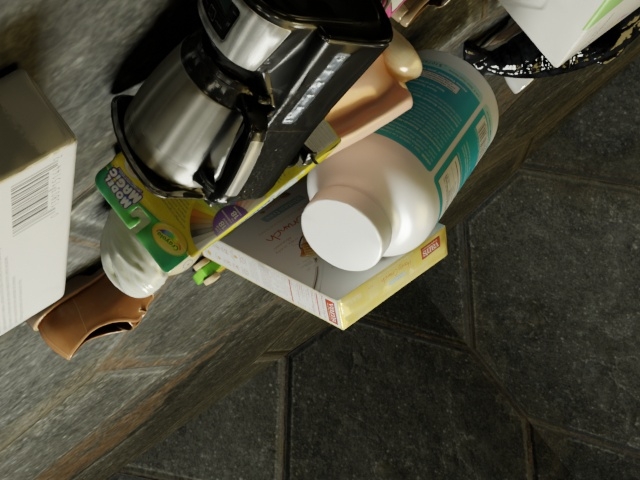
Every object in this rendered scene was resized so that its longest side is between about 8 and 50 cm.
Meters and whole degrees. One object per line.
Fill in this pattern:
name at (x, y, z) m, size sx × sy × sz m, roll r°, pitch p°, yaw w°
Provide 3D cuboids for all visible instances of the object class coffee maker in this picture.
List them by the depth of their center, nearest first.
coffee maker at (-0.037, -0.122, 0.793) m, size 0.178 × 0.120 × 0.171 m, roll -47°, pitch 171°, yaw 37°

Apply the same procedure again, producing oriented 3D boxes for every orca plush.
orca plush at (0.325, -0.269, 1.455) m, size 0.287 × 0.151 × 0.102 m, roll -12°, pitch -149°, yaw -3°

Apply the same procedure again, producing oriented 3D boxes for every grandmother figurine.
grandmother figurine at (-0.058, -0.072, 1.047) m, size 0.342 × 0.104 × 0.208 m, roll -40°, pitch 164°, yaw -13°

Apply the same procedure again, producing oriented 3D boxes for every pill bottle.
pill bottle at (0.080, -0.083, 1.220) m, size 0.264 × 0.146 × 0.146 m, roll -52°, pitch -177°, yaw -42°

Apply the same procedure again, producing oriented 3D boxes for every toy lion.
toy lion at (-0.130, 0.028, 1.531) m, size 0.100 × 0.034 × 0.096 m, roll -35°, pitch 179°, yaw -22°

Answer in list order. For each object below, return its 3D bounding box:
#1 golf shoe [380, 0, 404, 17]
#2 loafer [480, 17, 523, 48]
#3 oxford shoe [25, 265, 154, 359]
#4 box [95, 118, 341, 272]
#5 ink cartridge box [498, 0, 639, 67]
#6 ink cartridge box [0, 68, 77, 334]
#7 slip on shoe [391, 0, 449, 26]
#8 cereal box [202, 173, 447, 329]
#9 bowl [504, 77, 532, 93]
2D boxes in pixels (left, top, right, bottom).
golf shoe at (0.043, -0.201, 0.876) m, size 0.186 × 0.067 × 0.086 m, roll -40°, pitch 173°, yaw 8°
loafer at (0.252, -0.267, 1.538) m, size 0.125 × 0.039 × 0.045 m, roll -44°, pitch 171°, yaw 31°
oxford shoe at (-0.198, 0.051, 1.185) m, size 0.212 × 0.076 × 0.076 m, roll -37°, pitch 170°, yaw -26°
box at (-0.084, -0.064, 0.925) m, size 0.179 × 0.105 × 0.043 m, roll -38°, pitch -178°, yaw -6°
ink cartridge box at (0.386, -0.369, 1.284) m, size 0.353 × 0.119 × 0.207 m, roll -37°, pitch 171°, yaw -18°
ink cartridge box at (-0.287, 0.038, 0.745) m, size 0.261 × 0.066 × 0.296 m, roll -35°, pitch 171°, yaw -24°
slip on shoe at (0.108, -0.236, 1.059) m, size 0.135 × 0.041 × 0.051 m, roll -32°, pitch 169°, yaw -41°
cereal box at (0.000, 0.000, 1.296) m, size 0.173 × 0.240 × 0.047 m, roll -34°, pitch 130°, yaw -32°
bowl at (0.307, -0.279, 1.595) m, size 0.142 × 0.053 × 0.142 m, roll -43°, pitch -174°, yaw 21°
